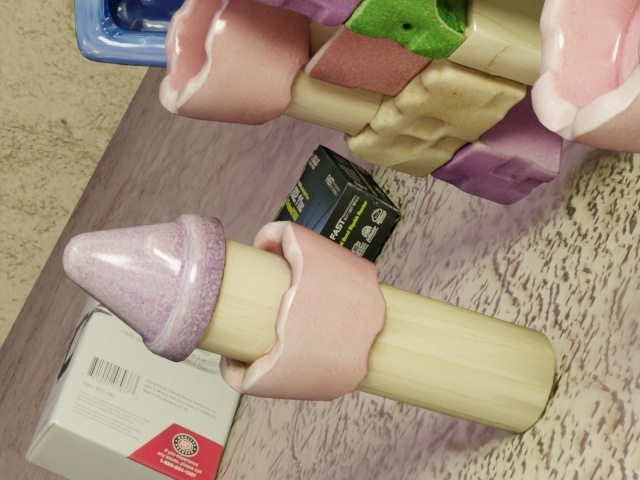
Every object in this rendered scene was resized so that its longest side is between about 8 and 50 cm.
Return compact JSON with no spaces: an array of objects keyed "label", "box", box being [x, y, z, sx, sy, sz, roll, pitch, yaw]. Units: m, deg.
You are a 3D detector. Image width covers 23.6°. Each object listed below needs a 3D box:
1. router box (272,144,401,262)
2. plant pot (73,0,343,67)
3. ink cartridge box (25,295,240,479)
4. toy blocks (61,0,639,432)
[{"label":"router box","box":[0.000,0.000,0.917,0.092,0.038,0.122,-59,15,8]},{"label":"plant pot","box":[-0.017,-0.225,0.899,0.212,0.235,0.236,-89,1,-77]},{"label":"ink cartridge box","box":[-0.110,0.089,0.991,0.063,0.109,0.150,-49,19,49]},{"label":"toy blocks","box":[0.022,-0.126,0.523,0.288,0.260,0.309,-42,37,55]}]
